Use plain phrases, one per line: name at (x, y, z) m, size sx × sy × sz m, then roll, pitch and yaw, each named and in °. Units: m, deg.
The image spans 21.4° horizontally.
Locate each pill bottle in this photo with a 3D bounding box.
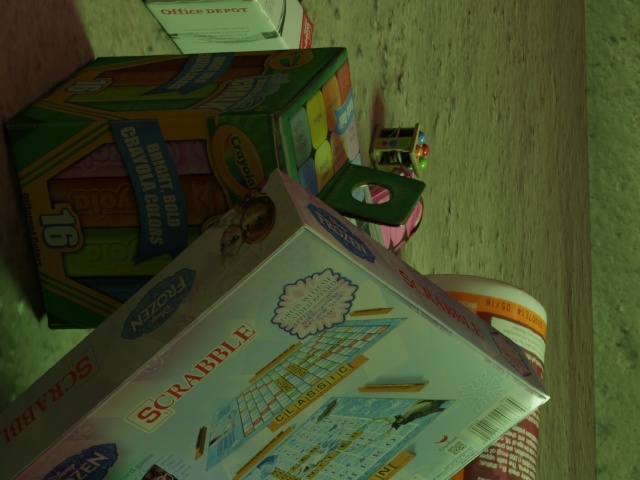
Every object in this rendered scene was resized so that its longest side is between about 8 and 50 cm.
pill bottle at (0.154, 0.258, 2.082) m, size 0.224 × 0.224 × 0.392 m, roll 52°, pitch 41°, yaw -61°

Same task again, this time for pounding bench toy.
pounding bench toy at (0.101, -0.103, 2.170) m, size 0.052 × 0.065 × 0.083 m, roll 68°, pitch 29°, yaw -47°

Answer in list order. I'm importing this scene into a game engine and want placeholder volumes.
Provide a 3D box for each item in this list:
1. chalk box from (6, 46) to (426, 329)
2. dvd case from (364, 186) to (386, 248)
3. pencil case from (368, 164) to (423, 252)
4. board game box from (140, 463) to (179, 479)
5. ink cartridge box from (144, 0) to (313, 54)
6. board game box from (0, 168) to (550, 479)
chalk box at (-0.067, -0.044, 1.334) m, size 0.180 × 0.289 × 0.179 m, roll -53°, pitch 138°, yaw -62°
dvd case at (0.000, 0.000, 1.766) m, size 0.238 × 0.029 × 0.179 m, roll 16°, pitch 55°, yaw -57°
pencil case at (0.059, -0.024, 2.012) m, size 0.098 × 0.095 × 0.209 m, roll -59°, pitch 174°, yaw 22°
board game box at (-0.155, 0.337, 1.136) m, size 0.232 × 0.141 × 0.291 m, roll -56°, pitch 180°, yaw 32°
ink cartridge box at (-0.082, -0.209, 1.567) m, size 0.150 × 0.109 × 0.063 m, roll 53°, pitch 42°, yaw -60°
board game box at (-0.040, 0.135, 1.266) m, size 0.318 × 0.318 × 0.066 m, roll 36°, pitch 19°, yaw -43°
